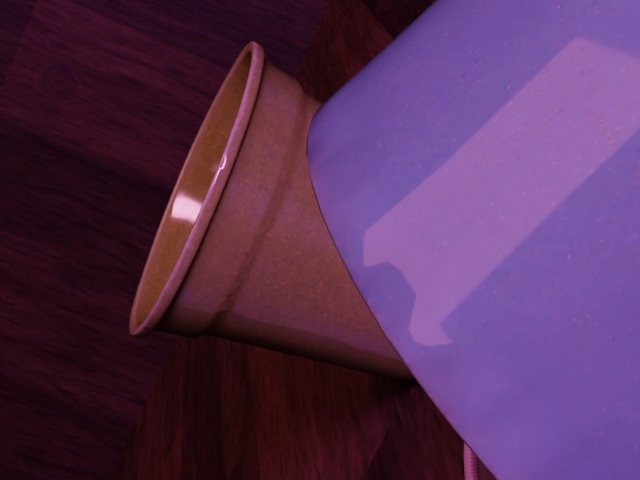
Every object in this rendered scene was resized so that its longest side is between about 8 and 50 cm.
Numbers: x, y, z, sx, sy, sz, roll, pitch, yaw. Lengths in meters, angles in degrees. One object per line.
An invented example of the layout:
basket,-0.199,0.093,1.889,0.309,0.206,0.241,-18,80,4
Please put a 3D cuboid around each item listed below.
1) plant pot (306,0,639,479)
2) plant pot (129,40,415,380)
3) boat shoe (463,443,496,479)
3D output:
plant pot,0.180,-0.029,0.447,0.235,0.293,0.293,-48,18,21
plant pot,0.000,0.000,1.237,0.276,0.254,0.276,-158,90,-78
boat shoe,0.177,0.025,0.750,0.324,0.116,0.097,-62,8,-3
